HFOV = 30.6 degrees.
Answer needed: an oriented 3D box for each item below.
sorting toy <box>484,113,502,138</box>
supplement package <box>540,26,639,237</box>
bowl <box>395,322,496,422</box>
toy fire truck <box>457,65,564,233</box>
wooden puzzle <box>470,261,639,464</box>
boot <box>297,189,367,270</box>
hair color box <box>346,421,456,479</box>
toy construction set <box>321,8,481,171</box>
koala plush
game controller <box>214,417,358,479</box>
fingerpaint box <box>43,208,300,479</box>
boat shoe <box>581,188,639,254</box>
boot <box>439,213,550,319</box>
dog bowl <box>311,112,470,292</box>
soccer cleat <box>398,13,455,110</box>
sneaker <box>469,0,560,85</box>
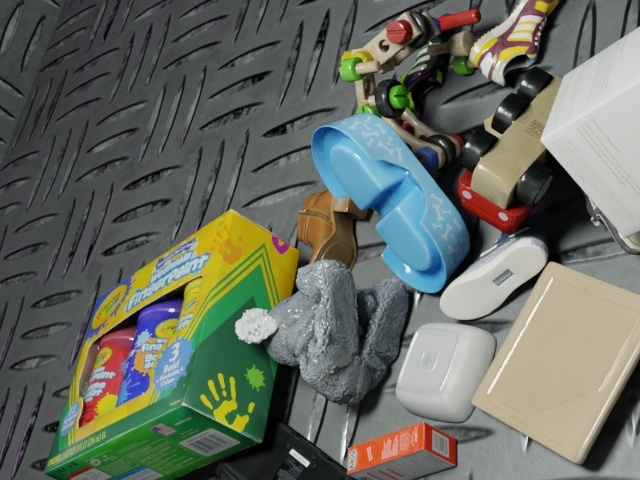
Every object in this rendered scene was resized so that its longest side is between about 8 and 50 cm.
[{"bbox_3d":[0.282,-0.175,1.812,0.062,0.012,0.083,-33,41,31],"label":"sorting toy"},{"bbox_3d":[0.442,-0.169,1.394,0.293,0.175,0.177,-33,17,38],"label":"supplement package"},{"bbox_3d":[0.167,0.177,1.644,0.142,0.053,0.142,3,64,52],"label":"bowl"},{"bbox_3d":[0.265,-0.098,1.644,0.158,0.246,0.217,33,61,18],"label":"toy fire truck"},{"bbox_3d":[0.315,0.152,1.493,0.221,0.044,0.238,-60,29,-3],"label":"wooden puzzle"},{"bbox_3d":[0.000,0.000,1.987,0.152,0.073,0.197,1,61,57],"label":"boot"},{"bbox_3d":[0.110,0.296,1.602,0.141,0.072,0.043,-27,45,36],"label":"hair color box"},{"bbox_3d":[0.109,-0.250,1.887,0.237,0.257,0.309,-4,38,41],"label":"toy construction set"},{"bbox_3d":[-0.012,0.142,1.781,0.221,0.196,0.203,-1,75,47],"label":"koala plush"},{"bbox_3d":[-0.053,0.380,1.765,0.166,0.067,0.319,-48,33,-11],"label":"game controller"},{"bbox_3d":[-0.258,0.206,2.001,0.444,0.163,0.371,-30,39,43],"label":"fingerpaint box"},{"bbox_3d":[0.388,-0.047,1.545,0.206,0.075,0.065,-98,26,-44],"label":"boat shoe"},{"bbox_3d":[0.250,0.039,1.652,0.190,0.069,0.086,-36,17,35],"label":"boot"},{"bbox_3d":[0.108,-0.063,1.731,0.074,0.297,0.166,-37,-4,-24],"label":"dog bowl"},{"bbox_3d":[0.190,-0.301,1.998,0.072,0.060,0.179,33,94,42],"label":"soccer cleat"},{"bbox_3d":[0.325,-0.320,1.838,0.185,0.069,0.084,-43,67,2],"label":"sneaker"}]
